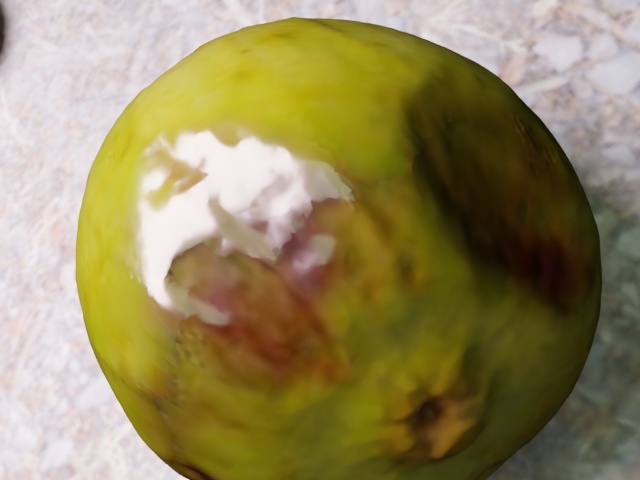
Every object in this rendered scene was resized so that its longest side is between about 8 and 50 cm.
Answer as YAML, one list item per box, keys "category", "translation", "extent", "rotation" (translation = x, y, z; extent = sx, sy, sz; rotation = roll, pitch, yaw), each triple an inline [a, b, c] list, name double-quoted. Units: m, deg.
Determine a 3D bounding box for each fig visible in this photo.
- category: "fig"
  translation: [0.000, 0.000, 0.440]
  extent: [0.239, 0.239, 0.271]
  rotation: [-32, 38, 6]
